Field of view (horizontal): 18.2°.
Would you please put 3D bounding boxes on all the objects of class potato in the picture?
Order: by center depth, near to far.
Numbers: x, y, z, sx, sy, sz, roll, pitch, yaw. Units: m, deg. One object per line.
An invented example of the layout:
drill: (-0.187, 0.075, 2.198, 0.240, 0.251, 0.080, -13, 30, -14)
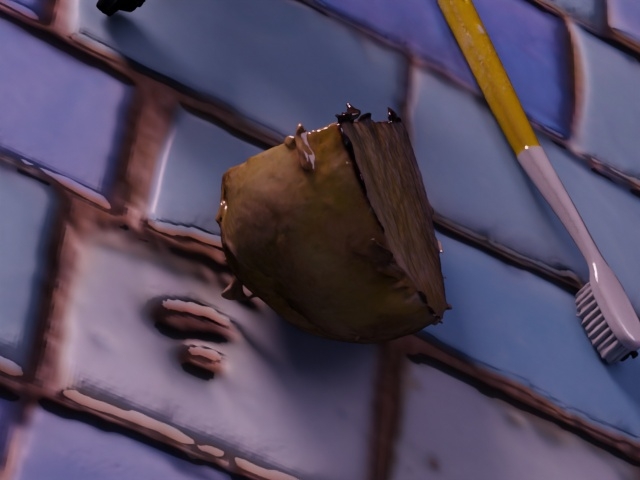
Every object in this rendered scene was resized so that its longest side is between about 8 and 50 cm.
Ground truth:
potato: (0.000, 0.000, 0.871, 0.172, 0.089, 0.100, -38, 105, -80)

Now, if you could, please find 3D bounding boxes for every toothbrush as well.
toothbrush: (0.099, -0.061, 1.032, 0.021, 0.024, 0.288, 3, 53, -40)

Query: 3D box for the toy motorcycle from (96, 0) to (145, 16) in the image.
toy motorcycle: (-0.054, -0.170, 0.938, 0.058, 0.100, 0.173, 37, 40, -8)
